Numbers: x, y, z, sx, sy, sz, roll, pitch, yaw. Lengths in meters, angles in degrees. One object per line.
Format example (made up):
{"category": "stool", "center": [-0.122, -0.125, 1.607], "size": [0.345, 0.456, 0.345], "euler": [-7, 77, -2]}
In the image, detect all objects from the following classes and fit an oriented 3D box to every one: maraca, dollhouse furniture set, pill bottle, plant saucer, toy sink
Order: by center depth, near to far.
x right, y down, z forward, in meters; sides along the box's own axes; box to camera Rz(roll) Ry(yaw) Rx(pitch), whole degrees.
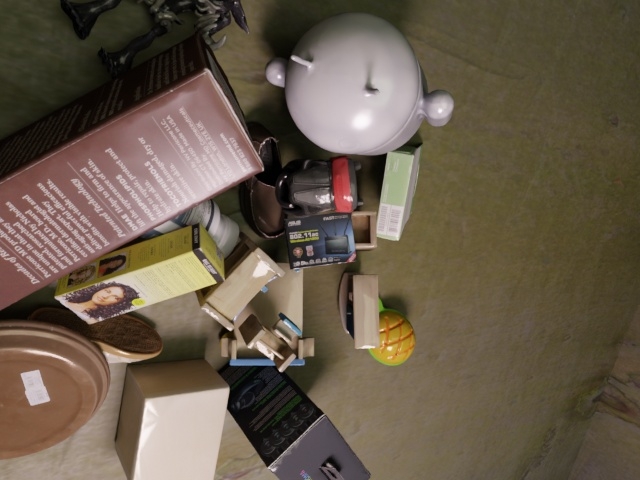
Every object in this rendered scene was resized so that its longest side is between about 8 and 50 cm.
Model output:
{"category": "plant saucer", "center": [-0.460, 0.233, 0.722], "size": [0.278, 0.041, 0.277], "euler": [-13, 127, -18]}
{"category": "pill bottle", "center": [-0.225, -0.034, 0.782], "size": [0.180, 0.108, 0.108], "euler": [33, 88, -40]}
{"category": "dollhouse furniture set", "center": [-0.103, 0.101, 0.842], "size": [0.129, 0.129, 0.183], "euler": [-47, 114, -4]}
{"category": "toy sink", "center": [-0.278, 0.351, 0.891], "size": [0.153, 0.131, 0.234], "euler": [3, 102, -36]}
{"category": "dollhouse furniture set", "center": [-0.048, 0.089, 0.990], "size": [0.304, 0.198, 0.286], "euler": [-1, 87, -4]}
{"category": "maraca", "center": [0.153, 0.218, 1.169], "size": [0.186, 0.099, 0.127], "euler": [43, 70, -14]}

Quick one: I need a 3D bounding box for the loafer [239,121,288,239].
{"category": "loafer", "center": [-0.099, -0.094, 0.866], "size": [0.080, 0.078, 0.219], "euler": [-25, 121, -26]}

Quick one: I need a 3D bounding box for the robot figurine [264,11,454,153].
{"category": "robot figurine", "center": [0.064, -0.239, 0.786], "size": [0.353, 0.300, 0.199], "euler": [-31, 132, -72]}

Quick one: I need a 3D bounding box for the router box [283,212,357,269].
{"category": "router box", "center": [0.000, 0.000, 0.878], "size": [0.123, 0.038, 0.092], "euler": [-8, 87, -3]}

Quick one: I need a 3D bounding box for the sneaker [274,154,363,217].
{"category": "sneaker", "center": [-0.011, -0.094, 0.844], "size": [0.135, 0.276, 0.097], "euler": [-5, 97, -3]}

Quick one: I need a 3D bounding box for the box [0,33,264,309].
{"category": "box", "center": [-0.274, -0.085, 0.595], "size": [0.382, 0.191, 0.143], "euler": [-26, 126, 1]}

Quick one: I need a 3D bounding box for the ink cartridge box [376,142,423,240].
{"category": "ink cartridge box", "center": [0.168, -0.114, 1.023], "size": [0.235, 0.056, 0.171], "euler": [-50, 148, -68]}

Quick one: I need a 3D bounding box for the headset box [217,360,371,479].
{"category": "headset box", "center": [-0.058, 0.375, 0.959], "size": [0.131, 0.283, 0.246], "euler": [-40, 126, -16]}

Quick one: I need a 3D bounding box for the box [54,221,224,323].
{"category": "box", "center": [-0.269, 0.053, 0.741], "size": [0.232, 0.058, 0.087], "euler": [-19, 139, 6]}

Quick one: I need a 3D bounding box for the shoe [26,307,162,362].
{"category": "shoe", "center": [-0.366, 0.157, 0.797], "size": [0.219, 0.076, 0.058], "euler": [24, 130, -39]}

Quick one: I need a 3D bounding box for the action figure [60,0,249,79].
{"category": "action figure", "center": [-0.191, -0.330, 0.666], "size": [0.276, 0.141, 0.164], "euler": [-38, 115, -15]}
